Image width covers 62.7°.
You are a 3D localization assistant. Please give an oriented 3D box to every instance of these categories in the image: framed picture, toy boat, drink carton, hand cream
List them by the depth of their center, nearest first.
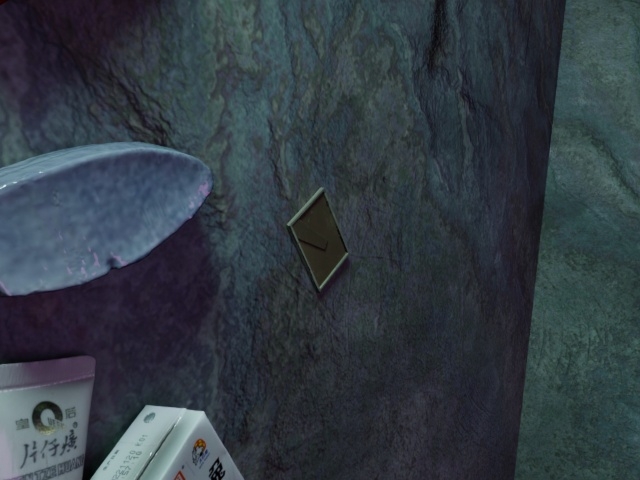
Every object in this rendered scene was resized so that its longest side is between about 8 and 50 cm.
[{"bbox_3d":[-0.288,0.274,0.517,0.139,0.089,0.315,7,82,-64],"label":"hand cream"},{"bbox_3d":[-0.229,-0.037,0.549,0.283,0.078,0.127,-30,114,-45],"label":"toy boat"},{"bbox_3d":[-0.154,0.361,0.658,0.131,0.106,0.315,-60,138,-50],"label":"drink carton"},{"bbox_3d":[0.000,0.000,0.903,0.109,0.011,0.149,-50,131,-37],"label":"framed picture"}]

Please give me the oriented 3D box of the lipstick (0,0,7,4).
[{"bbox_3d":[-0.236,-0.323,0.510,0.280,0.073,0.073,-57,135,-31],"label":"lipstick"}]
